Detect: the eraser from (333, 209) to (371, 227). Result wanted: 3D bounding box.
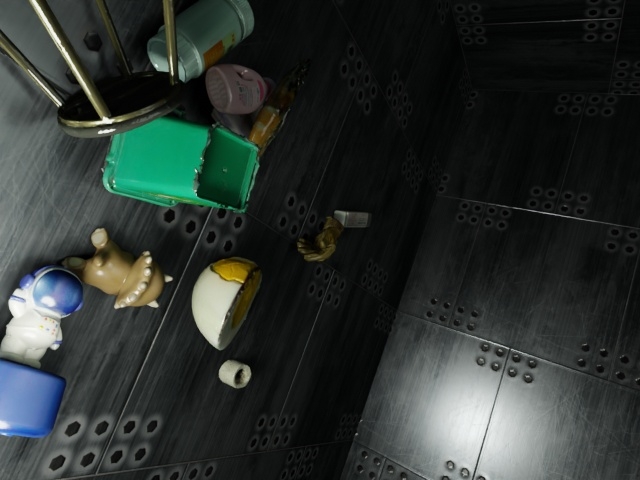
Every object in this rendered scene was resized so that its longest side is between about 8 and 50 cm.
[{"bbox_3d":[0.181,-0.119,2.380,0.351,0.061,0.089,-2,103,-57],"label":"eraser"}]

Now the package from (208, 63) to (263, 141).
[{"bbox_3d":[-0.297,-0.455,1.510,0.204,0.062,0.251,59,41,-49],"label":"package"}]

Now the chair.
[{"bbox_3d":[-0.499,-0.466,0.916,0.365,0.361,0.411,-49,143,-36],"label":"chair"}]

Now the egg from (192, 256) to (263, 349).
[{"bbox_3d":[-0.355,0.204,1.543,0.337,0.200,0.338,23,90,-82],"label":"egg"}]

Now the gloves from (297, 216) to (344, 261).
[{"bbox_3d":[0.005,0.012,2.078,0.331,0.154,0.141,-49,139,-46],"label":"gloves"}]

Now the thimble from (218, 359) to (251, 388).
[{"bbox_3d":[-0.356,0.553,1.791,0.102,0.090,0.115,-58,142,-32],"label":"thimble"}]

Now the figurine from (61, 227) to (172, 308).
[{"bbox_3d":[-0.548,0.098,1.224,0.177,0.172,0.247,-55,143,-29],"label":"figurine"}]

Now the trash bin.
[{"bbox_3d":[-0.368,-0.230,1.175,0.259,0.380,0.296,15,89,-59],"label":"trash bin"}]

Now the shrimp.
[{"bbox_3d":[-0.151,-0.469,1.580,0.446,0.085,0.272,-61,-178,-3],"label":"shrimp"}]

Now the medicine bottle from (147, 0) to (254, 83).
[{"bbox_3d":[-0.347,-0.600,1.268,0.318,0.157,0.158,-54,142,-30],"label":"medicine bottle"}]

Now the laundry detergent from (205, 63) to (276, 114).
[{"bbox_3d":[-0.252,-0.507,1.447,0.335,0.087,0.159,-43,123,-61],"label":"laundry detergent"}]

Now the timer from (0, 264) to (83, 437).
[{"bbox_3d":[-0.697,0.238,1.022,0.270,0.270,0.384,52,45,-52],"label":"timer"}]
